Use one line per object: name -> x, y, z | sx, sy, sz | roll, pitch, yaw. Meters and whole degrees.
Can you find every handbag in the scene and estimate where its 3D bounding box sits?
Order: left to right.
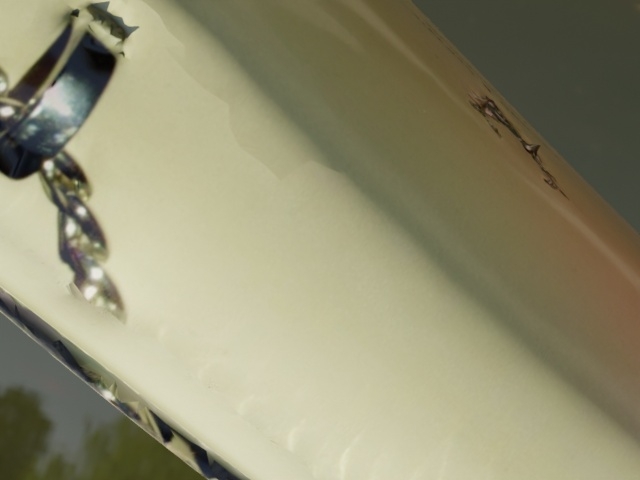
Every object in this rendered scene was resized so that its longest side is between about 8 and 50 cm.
handbag -> 0.000, 0.000, 0.580 | 0.358, 0.160, 0.237 | 41, -173, -23
